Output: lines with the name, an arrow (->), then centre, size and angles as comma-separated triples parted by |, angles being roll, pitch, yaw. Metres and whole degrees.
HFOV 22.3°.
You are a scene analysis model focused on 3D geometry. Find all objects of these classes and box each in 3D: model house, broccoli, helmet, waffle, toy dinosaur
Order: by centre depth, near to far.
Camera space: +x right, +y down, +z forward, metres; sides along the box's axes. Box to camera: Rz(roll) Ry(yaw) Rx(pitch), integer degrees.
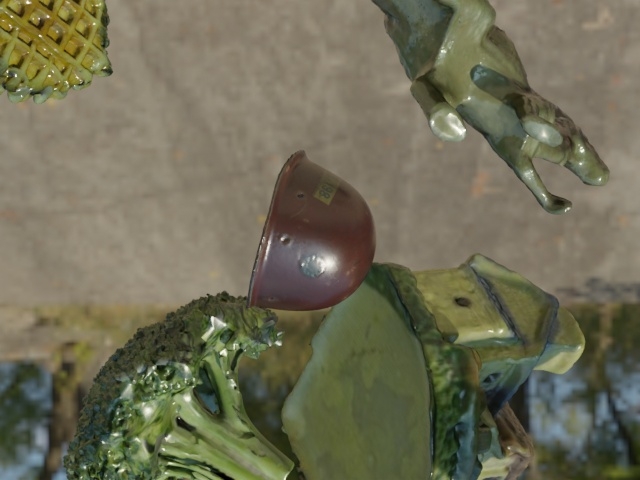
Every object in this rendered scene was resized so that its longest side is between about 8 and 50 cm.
toy dinosaur -> 0.102, -0.115, 1.103 | 0.077, 0.294, 0.162 | -36, -153, 11
helmet -> 0.000, 0.000, 1.542 | 0.106, 0.155, 0.175 | 16, -158, 0
model house -> 0.145, 0.182, 1.769 | 0.266, 0.261, 0.321 | -5, 140, -32
waffle -> -0.355, -0.280, 2.047 | 0.054, 0.214, 0.208 | 4, -161, 43
broccoli -> -0.180, 0.242, 2.267 | 0.302, 0.375, 0.249 | 36, 178, -17
